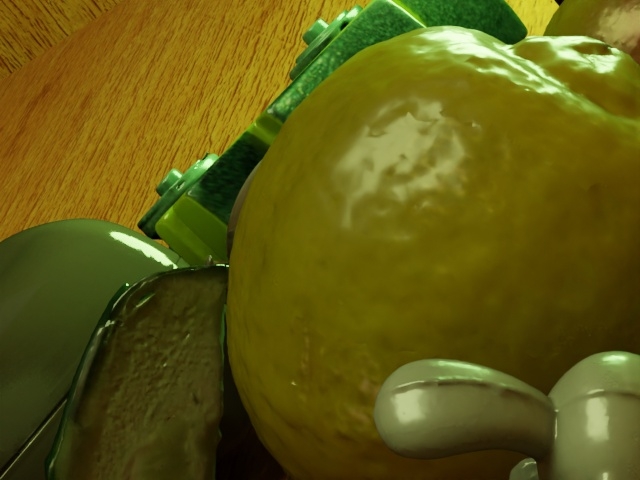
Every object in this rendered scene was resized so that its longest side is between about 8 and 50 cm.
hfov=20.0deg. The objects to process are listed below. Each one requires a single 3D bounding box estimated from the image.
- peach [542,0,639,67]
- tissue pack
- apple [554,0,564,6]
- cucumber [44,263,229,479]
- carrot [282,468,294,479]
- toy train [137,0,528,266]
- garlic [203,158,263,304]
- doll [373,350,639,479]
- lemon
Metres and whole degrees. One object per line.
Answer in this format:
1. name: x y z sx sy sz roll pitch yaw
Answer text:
1. peach: 0.274 -0.122 1.357 0.231 0.231 0.231 -33 22 15
2. tissue pack: -0.247 0.166 1.475 0.387 0.277 0.267 -53 10 -28
3. apple: 0.309 -0.298 1.562 0.288 0.288 0.316 -28 30 26
4. cucumber: -0.128 0.169 1.251 0.145 0.325 0.105 2 8 -21
5. carrot: -0.008 0.166 1.438 0.060 0.060 0.186 -41 16 -5
6. toy train: 0.011 -0.095 1.699 0.442 0.179 0.272 -48 4 -25
7. garlic: 0.000 0.000 1.457 0.207 0.207 0.256 -34 13 13
8. doll: 0.184 0.123 0.958 0.237 0.252 0.111 -14 50 26
9. lemon: 0.099 0.026 1.178 0.348 0.348 0.348 -33 22 15
